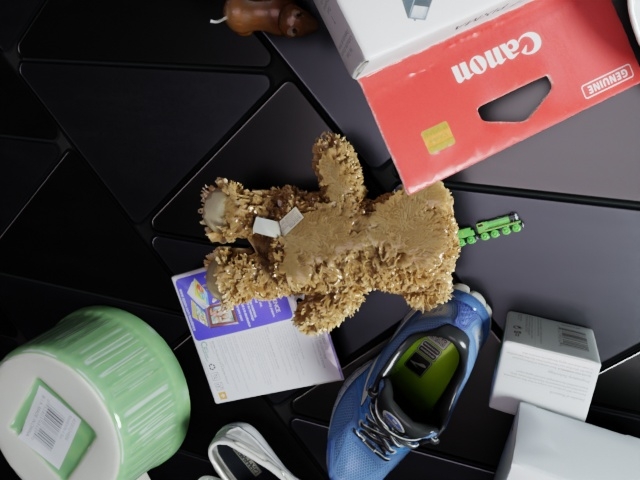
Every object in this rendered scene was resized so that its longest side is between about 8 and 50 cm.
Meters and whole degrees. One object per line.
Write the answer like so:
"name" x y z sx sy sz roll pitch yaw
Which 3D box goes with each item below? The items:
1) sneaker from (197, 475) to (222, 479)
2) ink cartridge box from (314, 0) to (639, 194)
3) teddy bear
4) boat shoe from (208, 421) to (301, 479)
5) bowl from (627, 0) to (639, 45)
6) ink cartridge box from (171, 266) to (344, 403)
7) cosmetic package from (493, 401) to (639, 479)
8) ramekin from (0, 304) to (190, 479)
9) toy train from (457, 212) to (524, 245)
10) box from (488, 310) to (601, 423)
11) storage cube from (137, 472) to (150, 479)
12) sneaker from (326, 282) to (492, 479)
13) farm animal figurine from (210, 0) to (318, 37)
"sneaker" -0.142 0.432 0.886 0.134 0.051 0.070 19 127 5
"ink cartridge box" 0.163 -0.224 0.522 0.296 0.066 0.261 -26 93 -8
"teddy bear" 0.000 0.000 0.680 0.338 0.113 0.245 -19 79 15
"boat shoe" -0.064 0.386 0.812 0.096 0.088 0.267 -42 83 7
"bowl" 0.417 -0.248 0.428 0.298 0.134 0.298 21 143 17
"ink cartridge box" -0.087 0.120 0.786 0.208 0.045 0.206 -15 97 18
"cosmetic package" 0.321 0.382 0.614 0.284 0.097 0.377 15 125 20
"ramekin" -0.379 0.271 0.882 0.303 0.148 0.303 5 104 20
"toy train" 0.202 -0.013 0.661 0.083 0.017 0.023 -17 85 24
"box" 0.256 0.147 0.631 0.102 0.101 0.087 11 107 19
"storage cube" -0.377 0.541 0.927 0.193 0.184 0.215 -28 91 23
"sneaker" 0.089 0.203 0.686 0.130 0.147 0.330 32 112 12
"farm animal figurine" -0.068 -0.362 0.535 0.327 0.172 0.330 24 123 -16
